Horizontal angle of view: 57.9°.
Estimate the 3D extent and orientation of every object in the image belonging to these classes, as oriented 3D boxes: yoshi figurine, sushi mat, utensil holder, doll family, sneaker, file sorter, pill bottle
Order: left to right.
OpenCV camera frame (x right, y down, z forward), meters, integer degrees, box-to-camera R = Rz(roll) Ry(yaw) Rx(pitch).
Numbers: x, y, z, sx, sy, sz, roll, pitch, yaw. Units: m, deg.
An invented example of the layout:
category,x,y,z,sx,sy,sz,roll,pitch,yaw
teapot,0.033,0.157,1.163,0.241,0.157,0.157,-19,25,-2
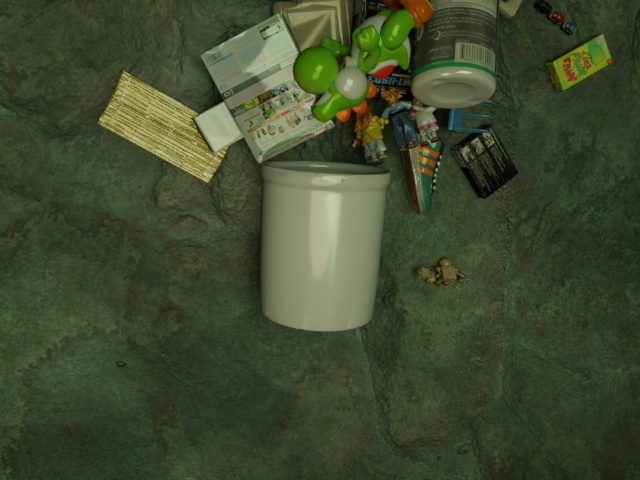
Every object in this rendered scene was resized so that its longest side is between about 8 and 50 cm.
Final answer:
category,x,y,z,sx,sy,sz,roll,pitch,yaw
sushi mat,-0.392,-0.286,1.484,0.317,0.019,0.151,28,92,-18
utensil holder,0.000,0.000,1.487,0.328,0.327,0.384,1,104,-14
yoshi figurine,0.073,-0.452,1.350,0.203,0.203,0.362,42,95,21
doll family,0.181,-0.306,1.519,0.263,0.118,0.163,-20,84,25
sneaker,0.298,-0.227,1.624,0.121,0.108,0.301,-10,102,-8
pill bottle,0.333,-0.529,1.421,0.205,0.204,0.360,8,80,-16
file sorter,0.427,-0.384,1.600,0.105,0.118,0.170,11,101,25

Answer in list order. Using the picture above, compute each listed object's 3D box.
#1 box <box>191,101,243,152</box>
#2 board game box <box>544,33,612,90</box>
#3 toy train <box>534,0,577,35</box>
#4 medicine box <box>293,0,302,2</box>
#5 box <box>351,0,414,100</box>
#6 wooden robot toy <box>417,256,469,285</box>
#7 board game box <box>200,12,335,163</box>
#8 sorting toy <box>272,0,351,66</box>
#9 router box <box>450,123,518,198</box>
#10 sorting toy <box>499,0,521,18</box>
category,x,y,z,sx,sy,sz,roll,pitch,yaw
box,-0.260,-0.284,1.455,0.087,0.102,0.101,-32,108,-9
board game box,0.767,-0.527,1.716,0.181,0.043,0.092,-30,107,-7
toy train,0.687,-0.646,1.675,0.158,0.036,0.027,29,93,-18
medicine box,-0.126,-0.757,1.362,0.290,0.149,0.263,23,95,-5
box,0.231,-0.527,1.565,0.296,0.073,0.293,0,101,-16
wooden robot toy,0.367,0.088,1.740,0.174,0.076,0.078,4,65,-15
board game box,-0.127,-0.381,1.468,0.224,0.097,0.303,-25,105,7
sorting toy,-0.021,-0.532,1.517,0.196,0.047,0.347,-8,103,-8
router box,0.484,-0.232,1.702,0.133,0.046,0.178,-37,108,-5
sorting toy,0.487,-0.782,1.541,0.257,0.089,0.255,31,79,-18
